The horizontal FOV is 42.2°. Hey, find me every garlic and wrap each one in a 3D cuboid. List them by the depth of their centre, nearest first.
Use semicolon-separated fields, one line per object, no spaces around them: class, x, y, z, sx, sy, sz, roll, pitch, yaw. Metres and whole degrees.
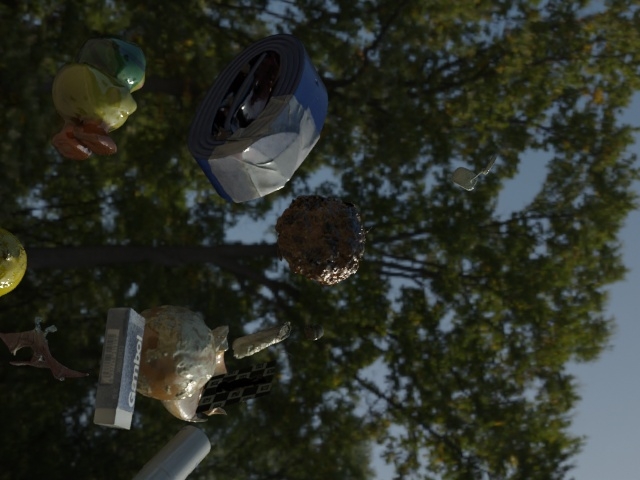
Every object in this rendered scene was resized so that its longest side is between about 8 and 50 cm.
garlic;-0.403;0.435;2.681;0.286;0.250;0.313;-93;-165;-60

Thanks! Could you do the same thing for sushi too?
sushi;-0.224;0.425;2.305;0.192;0.215;0.050;-82;154;-69

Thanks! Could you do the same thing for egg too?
egg;-0.319;0.238;1.749;0.245;0.203;0.203;70;1;-63

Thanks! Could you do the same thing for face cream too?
face cream;-0.312;0.461;1.607;0.077;0.250;0.077;13;-60;24

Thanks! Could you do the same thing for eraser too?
eraser;-0.369;0.234;1.525;0.092;0.046;0.212;71;22;-70

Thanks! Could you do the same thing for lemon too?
lemon;-0.784;0.049;1.951;0.206;0.174;0.173;12;-81;57

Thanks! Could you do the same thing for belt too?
belt;-0.106;-0.228;1.504;0.213;0.117;0.346;-5;-134;27

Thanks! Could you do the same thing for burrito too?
burrito;-0.131;0.224;1.881;0.055;0.149;0.041;-136;-151;-64

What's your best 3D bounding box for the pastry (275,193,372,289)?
pastry;0.000;0.000;2.277;0.193;0.275;0.274;86;-10;-69

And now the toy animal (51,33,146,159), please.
toy animal;-0.560;-0.377;2.071;0.216;0.191;0.338;-6;-124;39

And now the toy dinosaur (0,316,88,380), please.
toy dinosaur;-0.495;0.188;1.452;0.220;0.032;0.108;23;-61;18

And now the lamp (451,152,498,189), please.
lamp;0.335;-0.155;1.804;0.050;0.056;0.198;-56;179;-11

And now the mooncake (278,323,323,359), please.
mooncake;-0.049;0.264;2.161;0.347;0.150;0.057;166;-88;-84
